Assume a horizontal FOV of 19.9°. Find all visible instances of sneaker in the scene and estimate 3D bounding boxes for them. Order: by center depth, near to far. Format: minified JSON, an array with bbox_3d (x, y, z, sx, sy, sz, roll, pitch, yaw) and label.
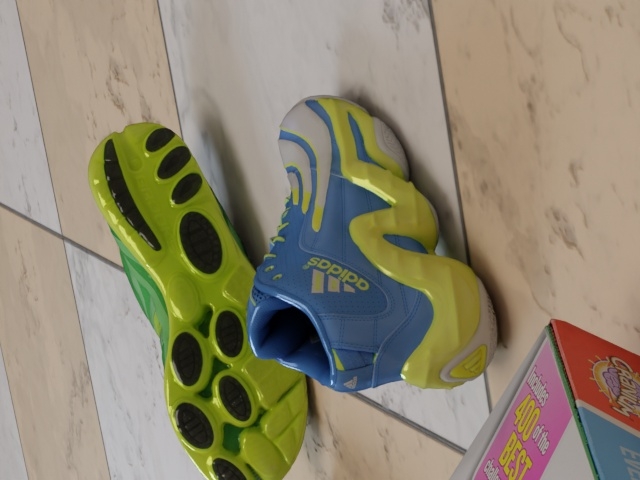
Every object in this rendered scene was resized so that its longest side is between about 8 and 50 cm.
[{"bbox_3d":[0.000,0.000,1.061,0.240,0.126,0.091,-127,30,-45],"label":"sneaker"},{"bbox_3d":[-0.083,0.051,1.385,0.123,0.109,0.296,62,-173,-77],"label":"sneaker"}]

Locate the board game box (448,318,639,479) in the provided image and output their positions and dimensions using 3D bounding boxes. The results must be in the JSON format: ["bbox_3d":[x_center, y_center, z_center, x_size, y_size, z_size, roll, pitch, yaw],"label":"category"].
[{"bbox_3d":[0.068,0.226,0.806,0.316,0.064,0.242,-61,15,22],"label":"board game box"}]
